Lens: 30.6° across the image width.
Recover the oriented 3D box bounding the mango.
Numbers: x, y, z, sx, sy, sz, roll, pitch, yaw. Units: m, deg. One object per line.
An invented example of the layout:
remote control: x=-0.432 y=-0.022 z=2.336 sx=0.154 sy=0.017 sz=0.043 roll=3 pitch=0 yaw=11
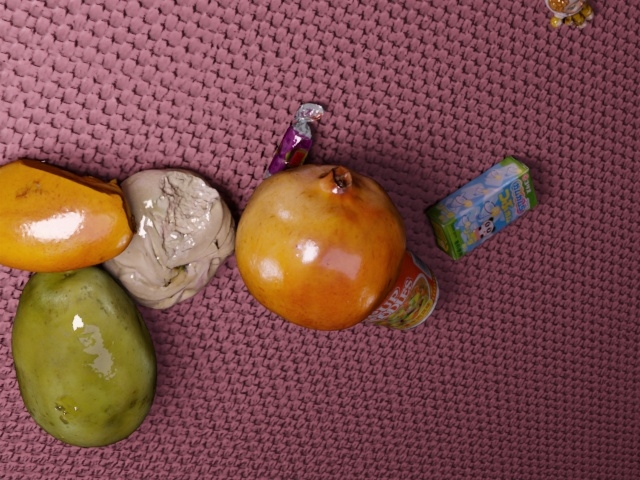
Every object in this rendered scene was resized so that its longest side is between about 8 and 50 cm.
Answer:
mango: x=-0.378 y=-0.034 z=1.598 sx=0.252 sy=0.126 sz=0.153 roll=1 pitch=96 yaw=-9

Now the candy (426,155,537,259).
candy: x=0.290 y=-0.059 z=2.093 sx=0.194 sy=0.062 sz=0.097 roll=-34 pitch=132 yaw=-11

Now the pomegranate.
pomegranate: x=0.000 y=0.000 z=1.772 sx=0.264 sy=0.264 sz=0.264 roll=-17 pitch=128 yaw=-23

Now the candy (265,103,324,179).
candy: x=-0.045 y=-0.135 z=1.827 sx=0.045 sy=0.043 sz=0.175 roll=10 pitch=118 yaw=-36

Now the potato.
potato: x=-0.348 y=0.170 z=1.726 sx=0.216 sy=0.216 sz=0.304 roll=-15 pitch=120 yaw=-25

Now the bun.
bun: x=-0.225 y=0.002 z=1.753 sx=0.210 sy=0.116 sz=0.237 roll=-26 pitch=132 yaw=-17

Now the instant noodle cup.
instant noodle cup: x=0.094 y=0.065 z=1.982 sx=0.193 sy=0.193 sz=0.212 roll=-52 pitch=143 yaw=7

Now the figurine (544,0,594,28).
figurine: x=0.420 y=-0.404 z=1.944 sx=0.143 sy=0.068 sz=0.101 roll=-6 pitch=128 yaw=-45
